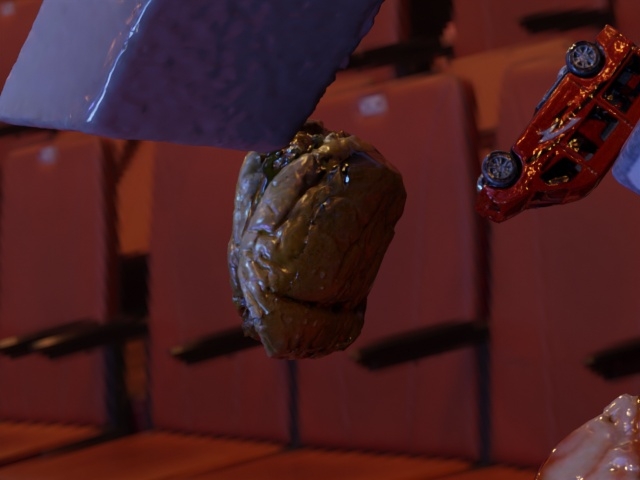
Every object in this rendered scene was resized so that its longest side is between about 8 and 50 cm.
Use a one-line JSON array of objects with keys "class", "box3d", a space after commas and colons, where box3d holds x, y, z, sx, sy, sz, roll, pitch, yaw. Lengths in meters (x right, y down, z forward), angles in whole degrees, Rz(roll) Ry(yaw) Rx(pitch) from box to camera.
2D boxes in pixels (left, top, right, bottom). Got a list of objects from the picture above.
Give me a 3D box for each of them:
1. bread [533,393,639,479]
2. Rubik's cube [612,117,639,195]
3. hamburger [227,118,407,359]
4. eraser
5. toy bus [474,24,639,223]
[{"class": "bread", "box3d": [0.270, 0.164, 0.860, 0.327, 0.114, 0.295, -32, 44, -7]}, {"class": "Rubik's cube", "box3d": [0.408, -0.130, 1.030, 0.305, 0.301, 0.304, -49, -10, -36]}, {"class": "hamburger", "box3d": [0.000, 0.000, 1.419, 0.130, 0.206, 0.183, 6, -4, 23]}, {"class": "eraser", "box3d": [-0.013, -0.156, 0.680, 0.111, 0.077, 0.352, 4, -49, -38]}, {"class": "toy bus", "box3d": [0.214, -0.087, 1.469, 0.195, 0.089, 0.081, -52, -8, -9]}]
